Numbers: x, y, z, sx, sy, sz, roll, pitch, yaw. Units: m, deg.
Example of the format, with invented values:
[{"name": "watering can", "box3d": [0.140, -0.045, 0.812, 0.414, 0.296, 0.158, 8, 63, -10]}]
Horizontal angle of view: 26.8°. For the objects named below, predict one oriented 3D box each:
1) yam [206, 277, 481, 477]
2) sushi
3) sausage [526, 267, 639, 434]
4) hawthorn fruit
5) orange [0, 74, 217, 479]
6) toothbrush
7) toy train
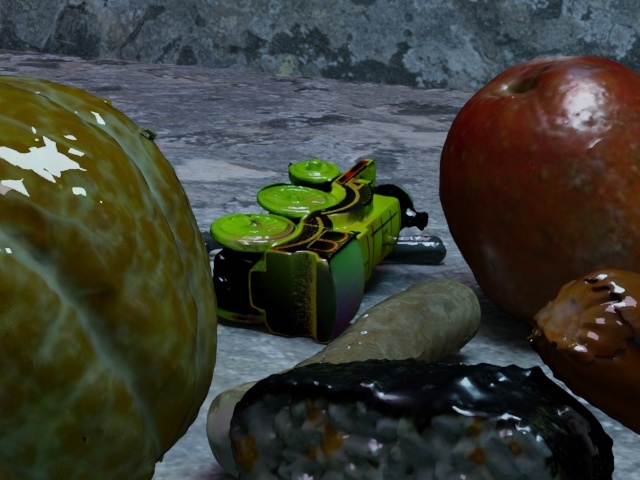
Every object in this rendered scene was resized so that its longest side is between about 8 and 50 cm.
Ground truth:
[{"name": "yam", "box3d": [0.025, 0.100, 1.048, 0.081, 0.081, 0.357, 11, 16, 28]}, {"name": "sushi", "box3d": [0.058, 0.138, 0.811, 0.225, 0.136, 0.126, 8, 8, 37]}, {"name": "sausage", "box3d": [0.271, 0.108, 0.825, 0.330, 0.102, 0.102, 28, 5, -24]}, {"name": "hawthorn fruit", "box3d": [0.239, -0.037, 1.266, 0.284, 0.284, 0.284, 2, 16, -1]}, {"name": "orange", "box3d": [-0.193, 0.068, 0.706, 0.249, 0.329, 0.329, 36, 13, -8]}, {"name": "toothbrush", "box3d": [-0.010, 0.008, 1.455, 0.297, 0.030, 0.030, 1, 24, -3]}, {"name": "toy train", "box3d": [0.000, 0.000, 1.325, 0.160, 0.100, 0.296, 10, 25, 20]}]
